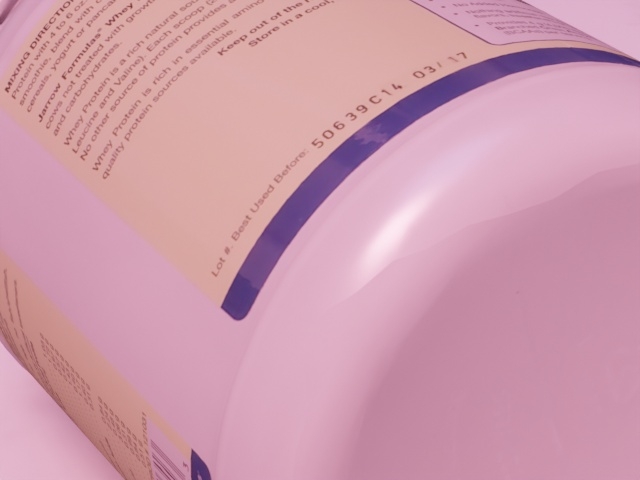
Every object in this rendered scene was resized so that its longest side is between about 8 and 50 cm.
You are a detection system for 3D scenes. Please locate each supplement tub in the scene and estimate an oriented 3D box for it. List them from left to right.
[{"bbox_3d":[0.000,0.000,0.740,0.235,0.235,0.325,-20,33,-25],"label":"supplement tub"}]
